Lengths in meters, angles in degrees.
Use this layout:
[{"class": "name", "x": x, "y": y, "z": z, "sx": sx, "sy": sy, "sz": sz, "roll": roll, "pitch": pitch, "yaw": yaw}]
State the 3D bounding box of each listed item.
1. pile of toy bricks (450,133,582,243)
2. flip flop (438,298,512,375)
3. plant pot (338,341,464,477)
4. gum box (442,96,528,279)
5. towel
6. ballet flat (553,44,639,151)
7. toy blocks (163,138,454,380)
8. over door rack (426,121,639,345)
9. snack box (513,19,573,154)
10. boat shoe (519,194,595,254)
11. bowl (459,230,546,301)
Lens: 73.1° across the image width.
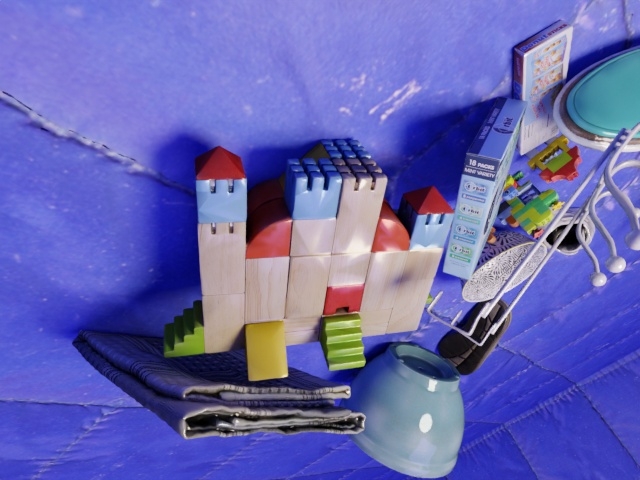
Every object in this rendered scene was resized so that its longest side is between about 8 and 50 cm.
[{"class": "pile of toy bricks", "x": 0.322, "y": -0.053, "z": 0.684, "sx": 0.212, "sy": 0.105, "sz": 0.118, "roll": -43, "pitch": 140, "yaw": 22}, {"class": "flip flop", "x": 0.399, "y": 0.244, "z": 1.102, "sx": 0.080, "sy": 0.112, "sz": 0.277, "roll": -14, "pitch": 138, "yaw": -39}, {"class": "plant pot", "x": 0.210, "y": 0.364, "z": 1.011, "sx": 0.293, "sy": 0.293, "sz": 0.196, "roll": 10, "pitch": 104, "yaw": -38}, {"class": "gum box", "x": 0.213, "y": -0.066, "z": 0.563, "sx": 0.157, "sy": 0.041, "sz": 0.184, "roll": -50, "pitch": 148, "yaw": -40}, {"class": "towel", "x": -0.133, "y": 0.186, "z": 0.601, "sx": 0.312, "sy": 0.324, "sz": 0.056, "roll": 26, "pitch": 77, "yaw": -46}, {"class": "ballet flat", "x": 0.487, "y": -0.210, "z": 0.586, "sx": 0.400, "sy": 0.139, "sz": 0.139, "roll": -26, "pitch": 143, "yaw": -2}, {"class": "toy blocks", "x": 0.000, "y": 0.000, "z": 0.530, "sx": 0.381, "sy": 0.190, "sz": 0.261, "roll": -3, "pitch": 125, "yaw": -15}, {"class": "over door rack", "x": 0.306, "y": 0.030, "z": 0.556, "sx": 0.324, "sy": 0.108, "sz": 0.239, "roll": -43, "pitch": 152, "yaw": 6}, {"class": "snack box", "x": 0.288, "y": -0.190, "z": 0.568, "sx": 0.064, "sy": 0.022, "sz": 0.178, "roll": -30, "pitch": 143, "yaw": 4}, {"class": "boat shoe", "x": 0.470, "y": -0.017, "z": 0.826, "sx": 0.267, "sy": 0.088, "sz": 0.096, "roll": 18, "pitch": 126, "yaw": -42}, {"class": "bowl", "x": 0.321, "y": 0.034, "z": 0.810, "sx": 0.170, "sy": 0.080, "sz": 0.170, "roll": -16, "pitch": 142, "yaw": -13}]
